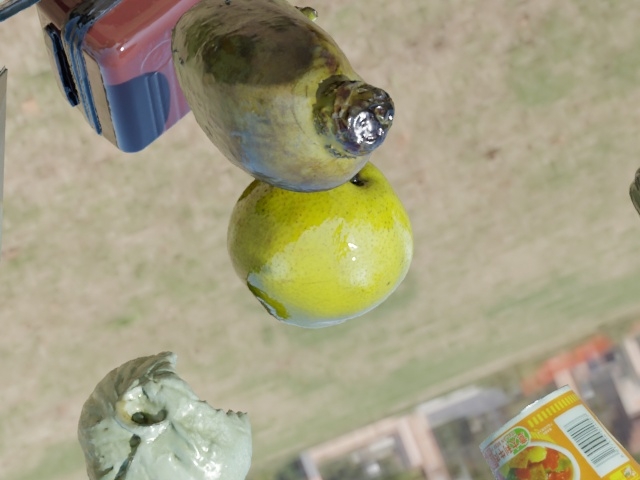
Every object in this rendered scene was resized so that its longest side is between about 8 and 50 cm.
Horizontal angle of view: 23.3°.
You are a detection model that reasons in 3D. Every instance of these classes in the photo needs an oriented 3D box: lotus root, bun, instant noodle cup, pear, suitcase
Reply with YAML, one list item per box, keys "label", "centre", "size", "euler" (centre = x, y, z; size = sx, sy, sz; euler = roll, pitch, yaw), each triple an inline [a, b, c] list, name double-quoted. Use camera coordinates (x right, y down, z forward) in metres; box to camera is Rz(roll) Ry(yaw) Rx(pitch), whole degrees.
- label: "lotus root"
  centre: [-0.036, -0.134, 1.373]
  size: [0.173, 0.173, 0.309]
  euler: [-19, -154, -15]
- label: "bun"
  centre: [-0.186, 0.225, 1.833]
  size: [0.213, 0.203, 0.126]
  euler: [8, 159, 6]
- label: "instant noodle cup"
  centre: [0.257, 0.254, 1.573]
  size: [0.168, 0.185, 0.168]
  euler: [-32, 165, -10]
- label: "pear"
  centre: [-0.001, 0.001, 1.628]
  size: [0.198, 0.198, 0.198]
  euler: [-21, 171, -3]
- label: "suitcase"
  centre: [-0.220, -0.262, 1.913]
  size: [0.236, 0.161, 0.297]
  euler: [-43, 167, -16]

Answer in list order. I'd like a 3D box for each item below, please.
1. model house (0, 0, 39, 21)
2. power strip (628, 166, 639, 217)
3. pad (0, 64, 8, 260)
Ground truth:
- label: "model house"
  centre: [-0.329, -0.272, 1.373]
  size: [0.267, 0.194, 0.325]
  euler: [-35, -177, -33]
- label: "power strip"
  centre: [0.260, 0.038, 0.854]
  size: [0.092, 0.066, 0.387]
  euler: [-26, -146, 6]
- label: "pad"
  centre: [-0.248, -0.017, 1.099]
  size: [0.004, 0.163, 0.243]
  euler: [5, -160, -2]
